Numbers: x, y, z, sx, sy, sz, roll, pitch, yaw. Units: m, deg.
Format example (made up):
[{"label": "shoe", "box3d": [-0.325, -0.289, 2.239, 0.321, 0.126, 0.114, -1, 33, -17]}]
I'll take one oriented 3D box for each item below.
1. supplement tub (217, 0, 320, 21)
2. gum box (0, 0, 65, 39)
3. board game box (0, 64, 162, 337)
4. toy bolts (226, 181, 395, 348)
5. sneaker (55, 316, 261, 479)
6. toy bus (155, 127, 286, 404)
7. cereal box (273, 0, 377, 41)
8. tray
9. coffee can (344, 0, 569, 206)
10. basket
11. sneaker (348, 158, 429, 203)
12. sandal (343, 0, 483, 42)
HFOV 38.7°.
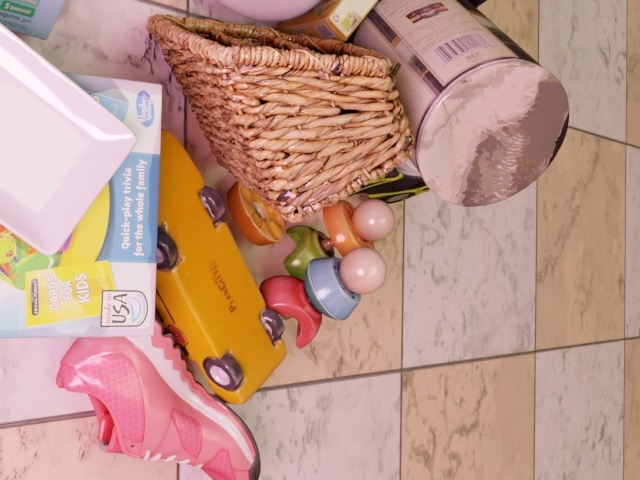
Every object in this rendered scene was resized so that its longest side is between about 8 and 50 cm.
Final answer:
[{"label": "supplement tub", "box3d": [-0.027, -0.459, 1.177, 0.228, 0.228, 0.316, 58, 49, -33]}, {"label": "gum box", "box3d": [-0.299, -0.301, 0.897, 0.184, 0.041, 0.157, -58, 156, 17]}, {"label": "board game box", "box3d": [-0.321, -0.036, 0.849, 0.336, 0.079, 0.253, 2, 88, -31]}, {"label": "toy bolts", "box3d": [0.000, 0.000, 1.197, 0.218, 0.159, 0.228, 47, 25, -33]}, {"label": "sneaker", "box3d": [-0.196, 0.215, 1.083, 0.136, 0.116, 0.313, -49, 119, -26]}, {"label": "toy bus", "box3d": [-0.165, 0.037, 1.083, 0.108, 0.130, 0.332, -48, 125, -40]}, {"label": "cereal box", "box3d": [0.052, -0.368, 1.261, 0.047, 0.173, 0.240, 44, 77, -24]}, {"label": "tray", "box3d": [-0.307, -0.119, 0.797, 0.270, 0.030, 0.145, 40, 69, -23]}, {"label": "coffee can", "box3d": [0.168, -0.201, 1.199, 0.202, 0.275, 0.201, -11, 129, -14]}, {"label": "basket", "box3d": [-0.038, -0.194, 1.074, 0.214, 0.299, 0.223, -31, 117, -11]}, {"label": "sneaker", "box3d": [0.098, -0.144, 1.400, 0.385, 0.145, 0.147, 5, 68, -58]}, {"label": "sandal", "box3d": [0.193, -0.384, 1.314, 0.168, 0.107, 0.445, 38, 92, -25]}]
